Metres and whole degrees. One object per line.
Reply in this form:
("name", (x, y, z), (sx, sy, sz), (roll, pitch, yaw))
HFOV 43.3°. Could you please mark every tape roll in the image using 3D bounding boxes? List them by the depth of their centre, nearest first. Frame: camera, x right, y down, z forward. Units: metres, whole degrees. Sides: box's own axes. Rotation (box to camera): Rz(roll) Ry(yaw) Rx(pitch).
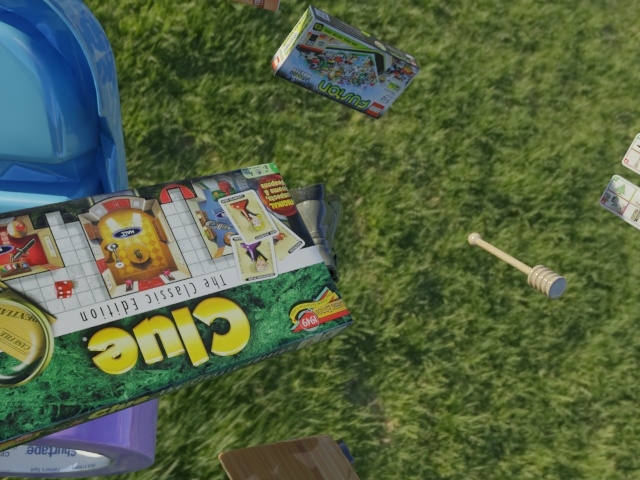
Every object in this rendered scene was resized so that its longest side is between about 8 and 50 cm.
("tape roll", (-0.317, 0.195, 0.878), (0.274, 0.275, 0.090), (12, 62, -27))

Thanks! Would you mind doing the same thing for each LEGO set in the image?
("LEGO set", (0.518, -0.064, 1.057), (0.244, 0.183, 0.060), (38, 33, 29))

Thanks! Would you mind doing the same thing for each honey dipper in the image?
("honey dipper", (0.240, 0.025, 1.006), (0.030, 0.160, 0.031), (-14, 121, -25))

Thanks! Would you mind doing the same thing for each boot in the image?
("boot", (0.000, 0.000, 1.384), (0.083, 0.246, 0.161), (-11, 84, 8))

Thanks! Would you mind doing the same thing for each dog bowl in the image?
("dog bowl", (-0.223, -0.058, 0.601), (0.165, 0.297, 0.074), (5, 29, 6))

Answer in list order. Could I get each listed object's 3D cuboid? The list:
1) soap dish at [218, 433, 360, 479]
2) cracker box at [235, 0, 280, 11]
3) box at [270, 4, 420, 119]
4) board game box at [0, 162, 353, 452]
("soap dish", (0.036, 0.294, 0.603), (0.118, 0.229, 0.291), (-31, 61, -10))
("cracker box", (-0.049, -0.412, 0.944), (0.067, 0.156, 0.232), (13, 71, -7))
("box", (0.040, -0.269, 1.239), (0.207, 0.114, 0.036), (17, 41, -33))
("board game box", (-0.113, 0.032, 0.504), (0.259, 0.030, 0.136), (-15, 71, -34))
